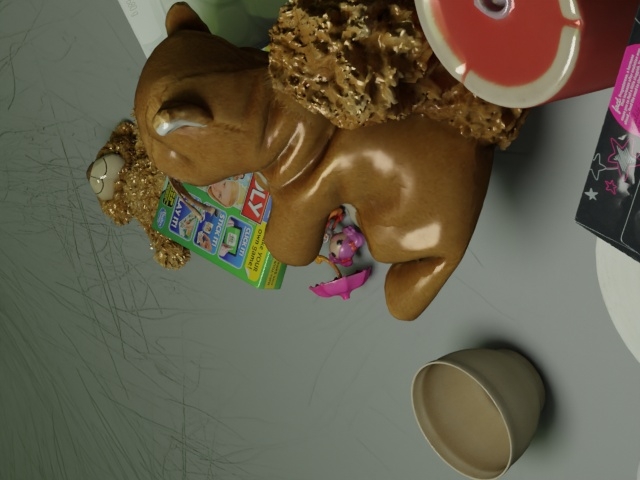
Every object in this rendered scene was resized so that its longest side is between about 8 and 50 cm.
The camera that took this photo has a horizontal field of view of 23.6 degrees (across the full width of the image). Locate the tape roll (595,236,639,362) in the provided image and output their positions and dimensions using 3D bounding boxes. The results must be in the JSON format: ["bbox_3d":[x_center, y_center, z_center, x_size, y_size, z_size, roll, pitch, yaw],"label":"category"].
[{"bbox_3d":[0.412,0.035,1.506,0.286,0.100,0.286,31,136,36],"label":"tape roll"}]

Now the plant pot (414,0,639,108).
[{"bbox_3d":[0.234,-0.253,1.403,0.275,0.243,0.275,31,135,37],"label":"plant pot"}]

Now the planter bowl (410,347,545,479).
[{"bbox_3d":[0.205,0.198,1.871,0.162,0.109,0.162,31,135,37],"label":"planter bowl"}]

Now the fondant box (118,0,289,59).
[{"bbox_3d":[-0.078,-0.344,1.712,0.330,0.096,0.238,-26,93,17],"label":"fondant box"}]

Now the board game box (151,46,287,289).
[{"bbox_3d":[-0.091,-0.123,1.957,0.213,0.046,0.317,28,106,39],"label":"board game box"}]

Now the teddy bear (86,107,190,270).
[{"bbox_3d":[-0.227,-0.076,2.225,0.338,0.113,0.245,34,135,33],"label":"teddy bear"}]

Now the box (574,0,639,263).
[{"bbox_3d":[0.347,-0.097,1.304,0.163,0.142,0.247,35,133,31],"label":"box"}]

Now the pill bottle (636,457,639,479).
[{"bbox_3d":[0.456,0.245,1.565,0.246,0.136,0.136,-18,99,55],"label":"pill bottle"}]

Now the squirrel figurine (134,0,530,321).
[{"bbox_3d":[0.007,-0.151,1.599,0.370,0.281,0.397,20,140,-14],"label":"squirrel figurine"}]

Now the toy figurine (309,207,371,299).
[{"bbox_3d":[0.000,0.000,2.018,0.159,0.130,0.173,34,117,13],"label":"toy figurine"}]
